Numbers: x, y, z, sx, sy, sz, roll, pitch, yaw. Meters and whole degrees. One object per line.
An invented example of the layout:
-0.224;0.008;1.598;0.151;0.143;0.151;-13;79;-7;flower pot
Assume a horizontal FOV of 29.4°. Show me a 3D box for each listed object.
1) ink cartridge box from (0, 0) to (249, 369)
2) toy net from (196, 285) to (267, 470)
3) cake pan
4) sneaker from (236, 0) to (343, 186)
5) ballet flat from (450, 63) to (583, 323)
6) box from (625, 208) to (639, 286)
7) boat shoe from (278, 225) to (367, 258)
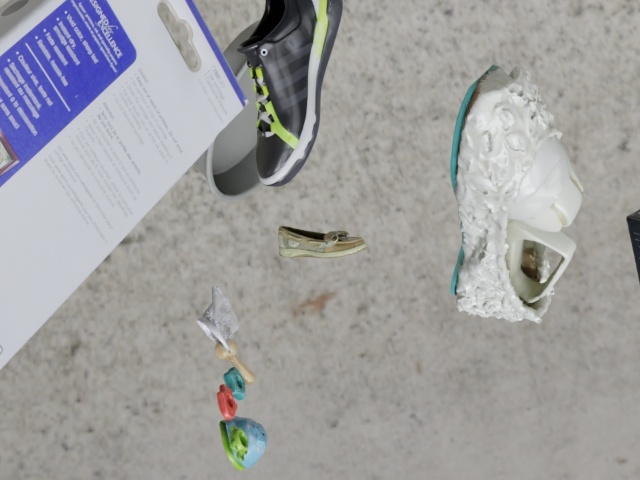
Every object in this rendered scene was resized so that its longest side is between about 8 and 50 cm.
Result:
-0.192;-0.058;0.813;0.065;0.333;0.165;2;131;43;ink cartridge box
-0.123;0.169;1.524;0.045;0.232;0.122;-22;163;17;toy net
-0.092;-0.196;1.761;0.293;0.054;0.293;-50;158;-29;cake pan
-0.052;-0.176;1.281;0.097;0.084;0.235;11;91;-31;sneaker
0.225;-0.035;1.344;0.147;0.147;0.409;-13;148;-3;ballet flat
0.478;0.059;1.337;0.103;0.261;0.184;-27;116;-26;box
0.000;0.000;1.917;0.153;0.056;0.048;0;101;33;boat shoe
